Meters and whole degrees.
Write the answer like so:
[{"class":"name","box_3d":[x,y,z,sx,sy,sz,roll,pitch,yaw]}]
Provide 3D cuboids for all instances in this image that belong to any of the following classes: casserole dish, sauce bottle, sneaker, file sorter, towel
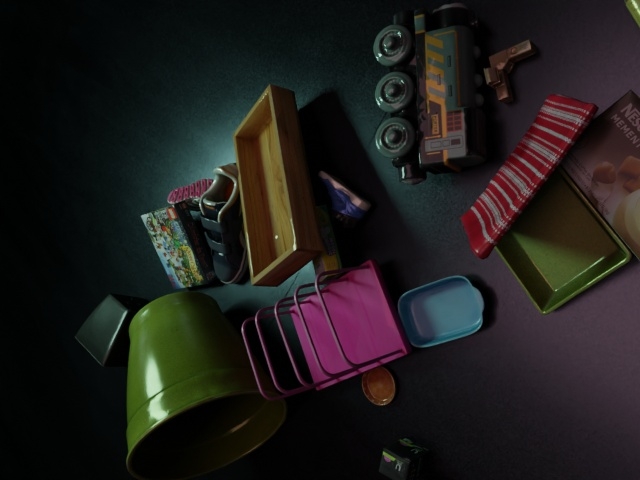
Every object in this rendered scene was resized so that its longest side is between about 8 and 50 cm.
[{"class":"casserole dish","box_3d":[0.233,0.136,1.028,0.188,0.037,0.114,-26,73,36]},{"class":"sauce bottle","box_3d":[0.506,-0.325,0.806,0.042,0.042,0.128,-32,72,35]},{"class":"sneaker","box_3d":[-0.248,-0.043,1.373,0.126,0.128,0.320,16,101,37]},{"class":"file sorter","box_3d":[-0.005,0.194,1.106,0.291,0.182,0.202,-35,68,42]},{"class":"sneaker","box_3d":[0.034,-0.085,1.180,0.152,0.058,0.084,40,105,26]},{"class":"sneaker","box_3d":[-0.334,-0.121,1.488,0.171,0.075,0.063,-13,62,17]},{"class":"towel","box_3d":[0.323,-0.109,0.869,0.031,0.199,0.274,30,112,-2]}]

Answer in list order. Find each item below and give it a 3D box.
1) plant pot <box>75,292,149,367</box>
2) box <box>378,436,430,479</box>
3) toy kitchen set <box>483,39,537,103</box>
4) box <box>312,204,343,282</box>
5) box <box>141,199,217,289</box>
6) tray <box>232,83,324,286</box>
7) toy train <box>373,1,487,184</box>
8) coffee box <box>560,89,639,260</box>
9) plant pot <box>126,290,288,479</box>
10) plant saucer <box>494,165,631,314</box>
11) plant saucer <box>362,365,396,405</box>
[{"class":"plant pot","box_3d":[-0.587,0.266,1.623,0.188,0.188,0.166,27,93,37]},{"class":"box","box_3d":[0.165,0.431,1.048,0.062,0.083,0.052,16,100,39]},{"class":"toy kitchen set","box_3d":[0.333,-0.295,0.930,0.075,0.068,0.083,-15,80,38]},{"class":"box","box_3d":[0.000,0.000,1.188,0.105,0.043,0.179,130,126,-71]},{"class":"box","box_3d":[-0.392,0.016,1.487,0.159,0.044,0.233,-12,104,40]},{"class":"tray","box_3d":[-0.105,-0.123,1.214,0.203,0.076,0.410,-39,55,47]},{"class":"toy train","box_3d":[0.208,-0.273,1.000,0.190,0.142,0.333,-3,86,28]},{"class":"coffee box","box_3d":[0.483,-0.076,0.782,0.141,0.098,0.246,-43,64,31]},{"class":"plant pot","box_3d":[-0.315,0.328,1.307,0.366,0.367,0.353,-53,47,26]},{"class":"plant saucer","box_3d":[0.383,-0.003,0.874,0.188,0.045,0.188,61,143,22]},{"class":"plant saucer","box_3d":[0.125,0.304,1.129,0.084,0.013,0.083,-1,89,40]}]
